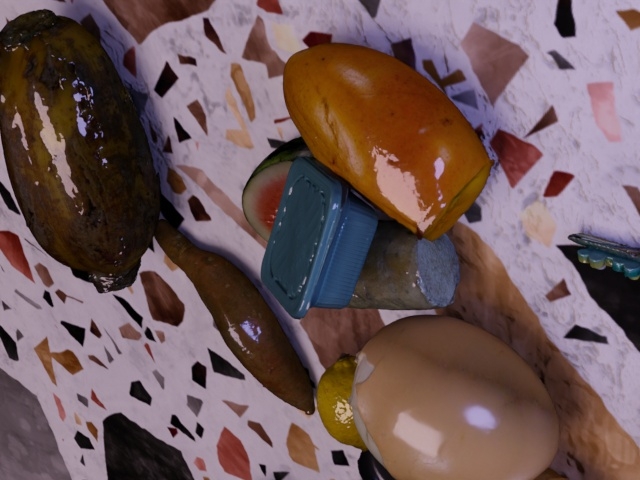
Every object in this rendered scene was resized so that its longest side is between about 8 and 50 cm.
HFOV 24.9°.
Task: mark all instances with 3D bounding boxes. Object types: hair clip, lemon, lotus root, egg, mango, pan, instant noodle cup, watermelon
[{"bbox_3d":[0.322,0.022,1.452,0.173,0.049,0.049,11,126,41],"label":"hair clip"},{"bbox_3d":[0.049,0.204,1.844,0.109,0.109,0.133,3,112,47],"label":"lemon"},{"bbox_3d":[-0.326,-0.114,1.938,0.196,0.179,0.398,13,127,44],"label":"lotus root"},{"bbox_3d":[0.154,0.194,1.647,0.244,0.201,0.201,19,132,23],"label":"egg"},{"bbox_3d":[0.059,-0.121,1.548,0.257,0.138,0.187,46,170,10],"label":"mango"},{"bbox_3d":[0.132,0.348,1.921,0.212,0.040,0.115,48,143,19],"label":"pan"},{"bbox_3d":[0.000,0.000,1.603,0.179,0.070,0.157,-137,64,-66],"label":"instant noodle cup"},{"bbox_3d":[-0.029,-0.055,1.772,0.119,0.063,0.245,38,142,-1],"label":"watermelon"}]

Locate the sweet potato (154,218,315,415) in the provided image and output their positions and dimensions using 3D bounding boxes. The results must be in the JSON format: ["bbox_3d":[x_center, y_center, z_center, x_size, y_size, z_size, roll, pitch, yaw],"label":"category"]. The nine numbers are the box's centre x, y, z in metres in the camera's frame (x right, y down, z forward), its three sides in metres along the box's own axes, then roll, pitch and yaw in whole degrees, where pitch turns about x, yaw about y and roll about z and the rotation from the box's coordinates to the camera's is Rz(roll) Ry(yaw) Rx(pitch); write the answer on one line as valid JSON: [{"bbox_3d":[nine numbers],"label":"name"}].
[{"bbox_3d":[-0.119,0.097,1.968,0.346,0.079,0.108,51,156,9],"label":"sweet potato"}]

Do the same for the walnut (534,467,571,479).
[{"bbox_3d":[0.257,0.357,1.704,0.159,0.159,0.207,25,140,33],"label":"walnut"}]

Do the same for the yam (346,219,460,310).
[{"bbox_3d":[0.074,0.028,1.677,0.194,0.107,0.107,1,119,46],"label":"yam"}]
